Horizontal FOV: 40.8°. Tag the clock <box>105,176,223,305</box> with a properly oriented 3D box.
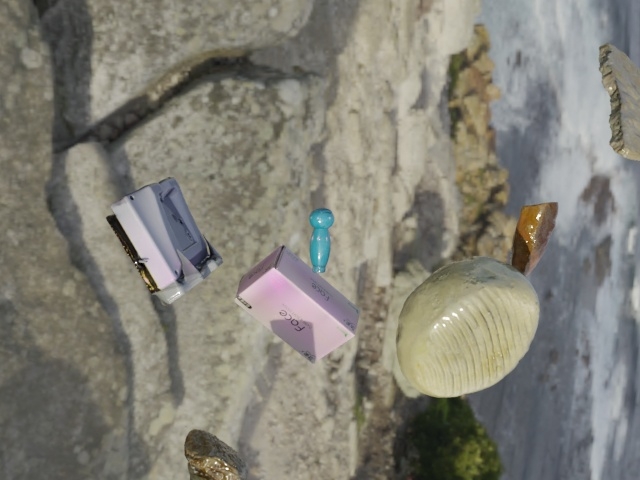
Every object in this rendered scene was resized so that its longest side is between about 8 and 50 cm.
[{"bbox_3d":[-0.258,-0.005,1.469,0.186,0.083,0.253,59,10,-6],"label":"clock"}]

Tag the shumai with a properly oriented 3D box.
[{"bbox_3d":[-0.218,0.451,1.683,0.116,0.145,0.145,-54,143,-3],"label":"shumai"}]

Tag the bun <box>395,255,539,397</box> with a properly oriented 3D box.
[{"bbox_3d":[0.324,0.191,2.004,0.362,0.234,0.326,-48,130,10],"label":"bun"}]

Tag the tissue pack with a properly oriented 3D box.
[{"bbox_3d":[-0.048,0.142,1.908,0.246,0.148,0.092,41,34,-16],"label":"tissue pack"}]

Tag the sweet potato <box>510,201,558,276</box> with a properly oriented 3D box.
[{"bbox_3d":[0.527,-0.003,2.161,0.097,0.097,0.251,-41,149,-48],"label":"sweet potato"}]

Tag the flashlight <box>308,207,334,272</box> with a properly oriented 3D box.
[{"bbox_3d":[0.000,0.000,1.682,0.051,0.051,0.129,-2,96,-58],"label":"flashlight"}]

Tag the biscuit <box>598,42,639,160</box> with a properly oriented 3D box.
[{"bbox_3d":[0.535,-0.221,1.456,0.133,0.032,0.250,21,52,-22],"label":"biscuit"}]
